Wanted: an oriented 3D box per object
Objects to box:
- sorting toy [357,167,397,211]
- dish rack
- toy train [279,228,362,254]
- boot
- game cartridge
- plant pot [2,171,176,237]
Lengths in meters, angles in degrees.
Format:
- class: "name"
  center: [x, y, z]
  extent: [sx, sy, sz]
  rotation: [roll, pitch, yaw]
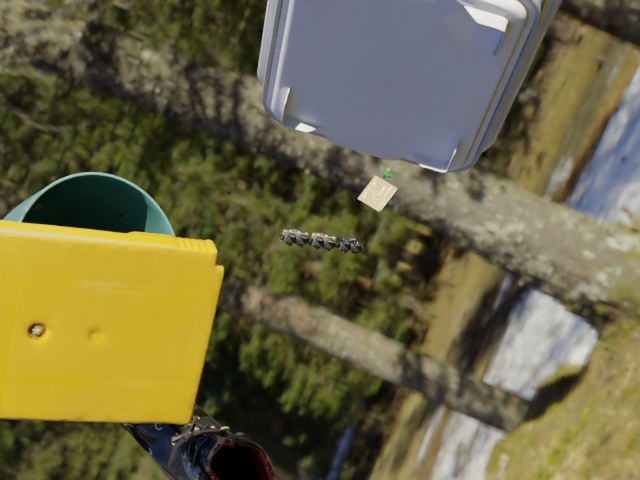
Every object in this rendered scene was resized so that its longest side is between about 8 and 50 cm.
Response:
- class: "sorting toy"
  center: [0.116, -0.097, 2.181]
  extent: [0.083, 0.062, 0.012]
  rotation: [-53, -35, -8]
- class: "dish rack"
  center: [0.074, -0.190, 1.202]
  extent: [0.333, 0.285, 0.072]
  rotation: [106, 180, -58]
- class: "toy train"
  center: [0.000, 0.000, 2.080]
  extent: [0.036, 0.158, 0.027]
  rotation: [-115, 38, -55]
- class: "boot"
  center: [-0.239, 0.322, 1.986]
  extent: [0.138, 0.377, 0.284]
  rotation: [-42, 31, -22]
- class: "game cartridge"
  center: [-0.309, 0.118, 1.580]
  extent: [0.053, 0.323, 0.285]
  rotation: [-126, 46, -58]
- class: "plant pot"
  center: [-0.408, 0.051, 1.866]
  extent: [0.235, 0.293, 0.293]
  rotation: [-9, 53, 52]
